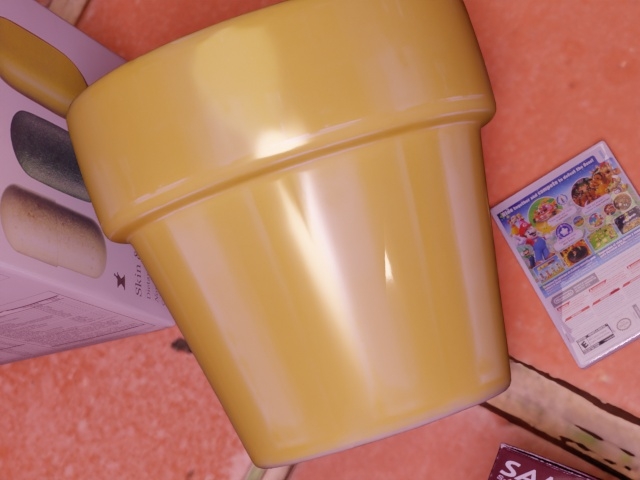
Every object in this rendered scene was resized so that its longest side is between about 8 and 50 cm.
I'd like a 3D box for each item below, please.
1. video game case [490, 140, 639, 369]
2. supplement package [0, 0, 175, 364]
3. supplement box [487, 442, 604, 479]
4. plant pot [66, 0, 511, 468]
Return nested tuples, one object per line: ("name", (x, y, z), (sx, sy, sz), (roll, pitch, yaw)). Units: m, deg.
("video game case", (0.173, 0.008, 0.865), (0.087, 0.011, 0.122), (-32, 68, 13))
("supplement package", (-0.249, -0.038, 0.909), (0.198, 0.262, 0.199), (-13, 73, 19))
("supplement box", (0.106, 0.243, 0.770), (0.073, 0.130, 0.239), (20, 84, 25))
("plant pot", (0.000, 0.000, 0.823), (0.254, 0.254, 0.239), (-18, 86, 17))
